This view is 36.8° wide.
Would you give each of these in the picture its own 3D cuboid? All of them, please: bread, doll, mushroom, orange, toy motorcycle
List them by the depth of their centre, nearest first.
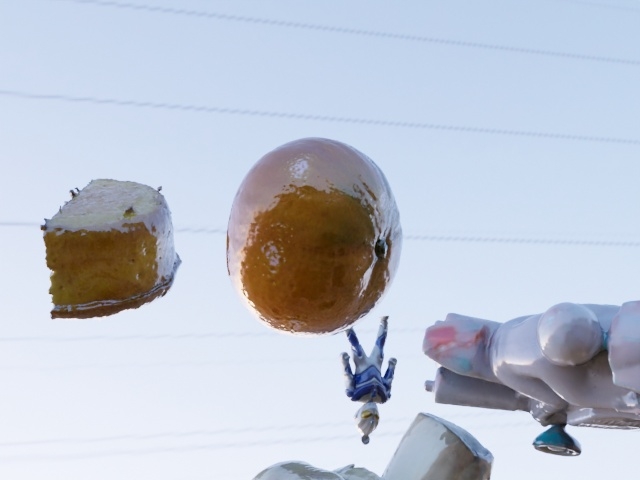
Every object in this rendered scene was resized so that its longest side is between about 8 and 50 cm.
[{"bbox_3d":[0.194,0.087,0.699,0.260,0.110,0.171,2,-25,28],"label":"toy motorcycle"},{"bbox_3d":[0.057,0.249,0.795,0.254,0.234,0.260,28,-19,-4],"label":"mushroom"},{"bbox_3d":[0.000,0.000,1.091,0.171,0.240,0.240,8,-32,26],"label":"orange"},{"bbox_3d":[-0.335,0.008,1.632,0.179,0.340,0.194,-1,-71,5],"label":"bread"},{"bbox_3d":[0.087,0.241,1.683,0.114,0.227,0.057,7,-16,-26],"label":"doll"}]
